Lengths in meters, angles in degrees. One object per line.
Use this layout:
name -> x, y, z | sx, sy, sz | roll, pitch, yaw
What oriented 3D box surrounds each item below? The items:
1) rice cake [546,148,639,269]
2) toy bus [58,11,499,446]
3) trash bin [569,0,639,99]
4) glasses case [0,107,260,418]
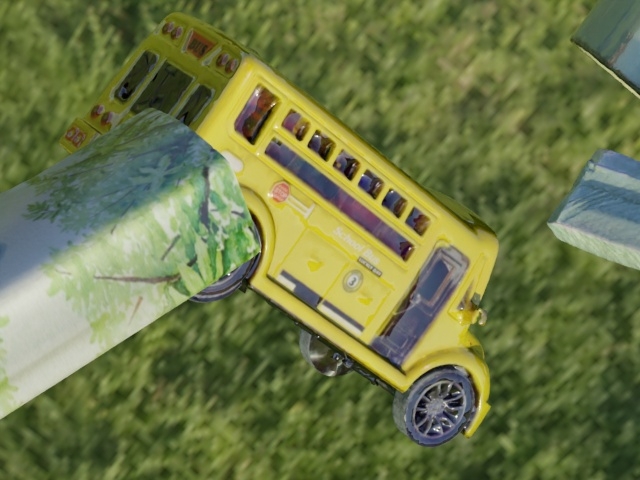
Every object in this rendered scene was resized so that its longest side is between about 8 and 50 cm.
rice cake -> 0.278, -0.004, 1.442 | 0.222, 0.042, 0.080 | 22, 64, 36
toy bus -> 0.000, 0.000, 1.263 | 0.331, 0.151, 0.145 | 36, -2, -38
trash bin -> 0.437, -0.257, 1.626 | 0.280, 0.432, 0.280 | 39, 8, -6
glasses case -> -0.166, 0.036, 0.884 | 0.272, 0.062, 0.095 | -33, 41, -20
